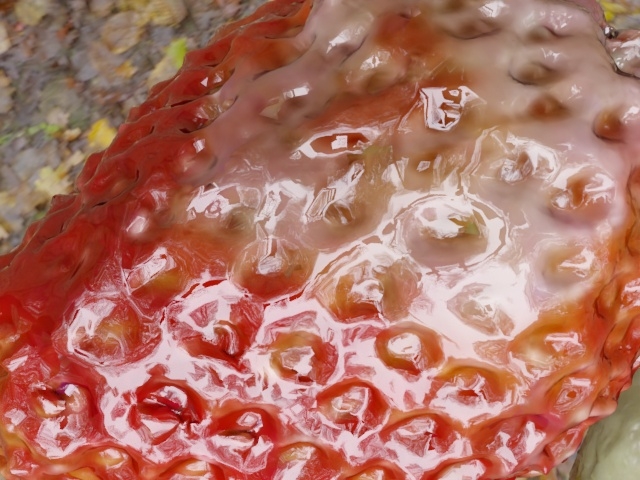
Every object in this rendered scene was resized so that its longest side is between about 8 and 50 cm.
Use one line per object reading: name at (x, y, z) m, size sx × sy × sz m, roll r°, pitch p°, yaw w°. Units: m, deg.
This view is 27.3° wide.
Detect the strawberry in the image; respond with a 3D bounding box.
strawberry at (0.000, 0.000, 0.568) m, size 0.336 × 0.149 × 0.265 m, roll -24°, pitch 73°, yaw -9°

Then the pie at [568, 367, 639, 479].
pie at (0.195, 0.183, 0.749) m, size 0.092 × 0.315 × 0.315 m, roll 14°, pitch 106°, yaw 27°
